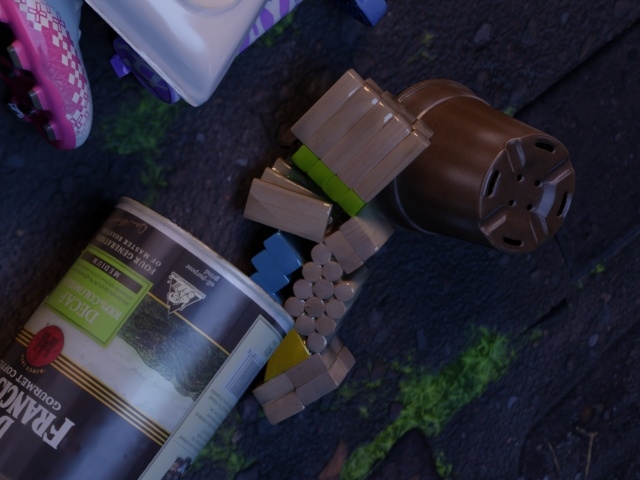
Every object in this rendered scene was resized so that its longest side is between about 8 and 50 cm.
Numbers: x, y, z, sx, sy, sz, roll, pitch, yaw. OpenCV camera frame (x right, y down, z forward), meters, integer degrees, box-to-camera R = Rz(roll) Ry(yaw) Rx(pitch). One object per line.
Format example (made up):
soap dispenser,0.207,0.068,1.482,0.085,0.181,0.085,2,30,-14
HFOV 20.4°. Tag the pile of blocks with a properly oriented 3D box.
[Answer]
pile of blocks,0.000,0.000,1.772,0.112,0.149,0.362,-44,154,-72

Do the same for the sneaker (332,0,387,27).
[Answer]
sneaker,0.011,-0.305,1.671,0.090,0.081,0.232,-45,126,-8

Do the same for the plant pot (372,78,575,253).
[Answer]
plant pot,0.158,-0.066,1.806,0.167,0.165,0.167,-13,113,-31

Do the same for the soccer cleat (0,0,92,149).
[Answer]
soccer cleat,-0.238,-0.235,1.493,0.143,0.116,0.331,-34,122,-21

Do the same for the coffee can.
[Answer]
coffee can,-0.183,0.127,1.605,0.275,0.201,0.201,-54,128,-9

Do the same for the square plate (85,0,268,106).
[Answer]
square plate,-0.123,-0.350,1.487,0.344,0.049,0.347,45,61,-27

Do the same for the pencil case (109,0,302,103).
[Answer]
pencil case,-0.093,-0.213,1.624,0.206,0.088,0.086,-40,132,-19
